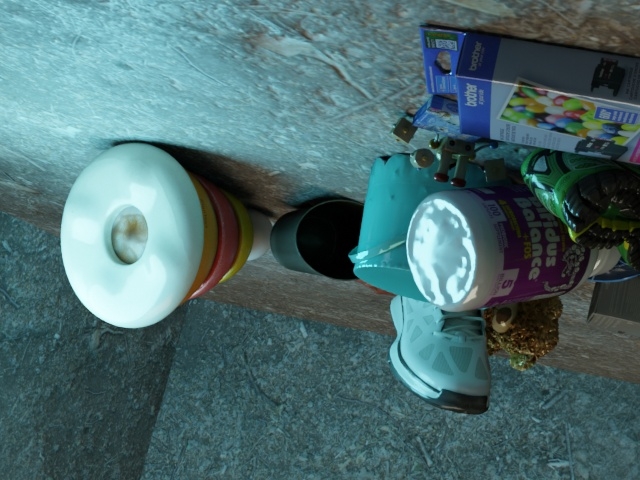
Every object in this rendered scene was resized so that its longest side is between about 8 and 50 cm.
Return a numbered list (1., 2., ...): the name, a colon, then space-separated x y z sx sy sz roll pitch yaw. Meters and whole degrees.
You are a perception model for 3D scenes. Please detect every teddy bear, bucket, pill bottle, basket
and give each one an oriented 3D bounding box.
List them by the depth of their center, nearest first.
1. pill bottle: 0.287 0.003 1.438 0.301 0.169 0.169 -7 -178 -33
2. bucket: 0.186 -0.008 1.628 0.281 0.183 0.281 13 167 3
3. teddy bear: 0.338 0.131 1.990 0.113 0.245 0.338 52 -169 -24
4. basket: 0.000 0.000 2.010 0.204 0.154 0.227 6 177 -24

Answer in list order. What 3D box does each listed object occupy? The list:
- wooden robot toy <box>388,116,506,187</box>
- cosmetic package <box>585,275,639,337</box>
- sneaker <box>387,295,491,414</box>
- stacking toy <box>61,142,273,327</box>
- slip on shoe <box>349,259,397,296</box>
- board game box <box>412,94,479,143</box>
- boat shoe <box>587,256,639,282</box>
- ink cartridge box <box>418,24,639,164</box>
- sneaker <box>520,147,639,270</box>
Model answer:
1. wooden robot toy: 0.173 -0.118 1.415 0.173 0.076 0.079 17 180 -9
2. cosmetic package: 0.654 0.138 1.969 0.238 0.107 0.127 15 166 12
3. sneaker: 0.229 0.102 1.793 0.169 0.257 0.447 12 -158 -10
4. stacking toy: -0.253 -0.003 2.063 0.350 0.350 0.480 7 -178 33
5. slip on shoe: 0.173 0.073 2.143 0.101 0.123 0.331 -9 164 34
6. board game box: 0.175 -0.158 1.325 0.090 0.020 0.090 15 169 -7
7. boat shoe: 0.487 -0.004 1.548 0.258 0.109 0.089 -18 142 40
8. ink cartridge box: 0.262 -0.157 1.132 0.311 0.065 0.186 14 169 12
9. sneaker: 0.395 -0.062 1.343 0.343 0.134 0.146 17 -153 -49
